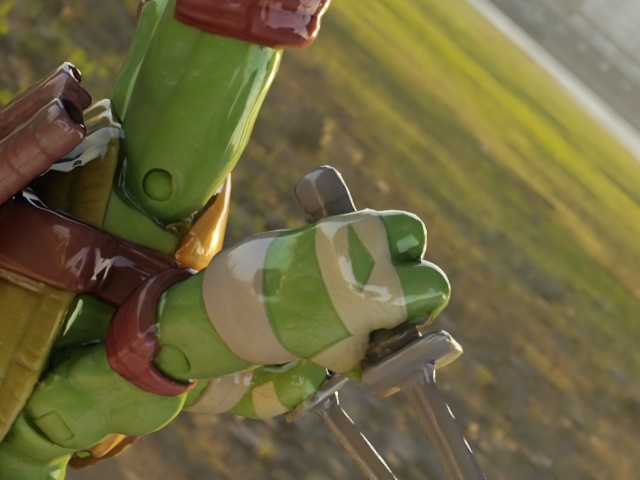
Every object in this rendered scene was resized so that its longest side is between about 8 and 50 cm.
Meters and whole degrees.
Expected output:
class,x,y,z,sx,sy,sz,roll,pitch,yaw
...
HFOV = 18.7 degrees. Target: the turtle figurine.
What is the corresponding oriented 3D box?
class,x,y,z,sx,sy,sz,roll,pitch,yaw
turtle figurine,0.000,0.000,0.581,0.274,0.266,0.198,12,-3,22
